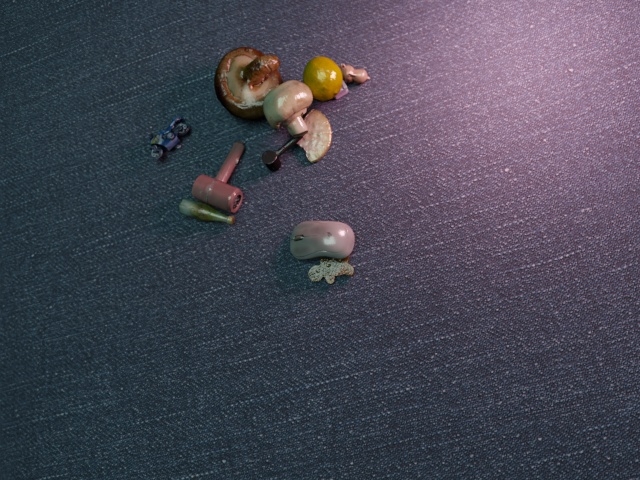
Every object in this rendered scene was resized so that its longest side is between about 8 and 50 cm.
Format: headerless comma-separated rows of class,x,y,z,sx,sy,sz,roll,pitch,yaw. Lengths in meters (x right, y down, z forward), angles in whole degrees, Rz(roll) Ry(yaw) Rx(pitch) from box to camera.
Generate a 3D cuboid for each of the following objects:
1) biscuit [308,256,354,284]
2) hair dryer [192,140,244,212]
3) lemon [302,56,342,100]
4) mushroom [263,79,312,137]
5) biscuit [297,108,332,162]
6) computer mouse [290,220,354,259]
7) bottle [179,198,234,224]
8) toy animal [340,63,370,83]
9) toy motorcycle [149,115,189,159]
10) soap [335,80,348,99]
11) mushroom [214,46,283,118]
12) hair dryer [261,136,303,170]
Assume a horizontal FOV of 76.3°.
biscuit,0.042,0.126,1.823,0.204,0.031,0.138,-21,74,4
hair dryer,-0.433,-0.319,1.934,0.210,0.125,0.353,23,79,11
lemon,0.007,-0.729,1.832,0.178,0.178,0.203,-41,78,1
mushroom,-0.130,-0.573,1.808,0.253,0.260,0.234,-23,108,44
biscuit,-0.039,-0.496,1.928,0.188,0.040,0.266,-3,81,7
computer mouse,0.000,0.000,1.792,0.296,0.121,0.185,6,77,13
bottle,-0.536,-0.128,1.931,0.269,0.083,0.083,18,85,9
toy animal,0.160,-0.782,1.920,0.150,0.083,0.089,19,72,0
toy motorcycle,-0.765,-0.515,2.026,0.254,0.092,0.135,-45,68,-8
soap,0.055,-0.752,1.942,0.100,0.056,0.149,-30,78,6
mushroom,-0.340,-0.738,1.937,0.344,0.239,0.346,-9,62,17
hair dryer,-0.162,-0.430,1.903,0.248,0.114,0.071,-42,79,-2
